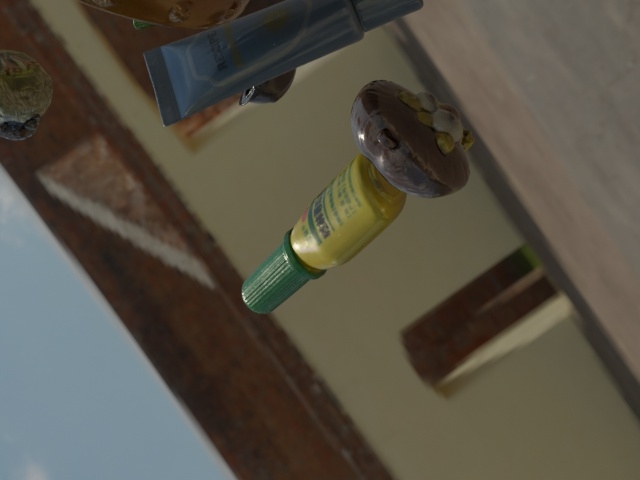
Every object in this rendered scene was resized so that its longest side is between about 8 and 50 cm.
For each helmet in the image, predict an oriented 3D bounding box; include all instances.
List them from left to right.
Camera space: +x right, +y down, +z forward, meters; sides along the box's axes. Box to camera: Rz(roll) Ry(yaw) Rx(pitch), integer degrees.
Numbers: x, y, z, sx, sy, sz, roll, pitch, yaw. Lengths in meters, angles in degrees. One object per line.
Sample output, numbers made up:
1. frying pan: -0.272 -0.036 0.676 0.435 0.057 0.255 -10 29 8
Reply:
1. helmet: -0.079 -0.265 2.397 0.070 0.123 0.098 16 -171 -15

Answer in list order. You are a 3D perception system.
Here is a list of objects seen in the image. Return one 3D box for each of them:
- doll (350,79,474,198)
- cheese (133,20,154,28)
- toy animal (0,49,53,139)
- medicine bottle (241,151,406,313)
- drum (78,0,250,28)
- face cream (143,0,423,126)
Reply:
1. doll: 0.101 -0.119 1.570 0.145 0.096 0.188 43 -152 -11
2. cheese: -0.191 -0.419 1.860 0.083 0.320 0.204 28 -148 30
3. toy animal: -0.367 -0.172 1.706 0.137 0.098 0.098 34 172 27
4. medicine bottle: 0.000 0.000 1.904 0.076 0.309 0.111 21 -133 -26
5. drum: -0.200 -0.427 1.545 0.431 0.214 0.431 25 -149 -16
6. face cream: -0.050 -0.276 2.025 0.086 0.385 0.136 62 -172 -58
